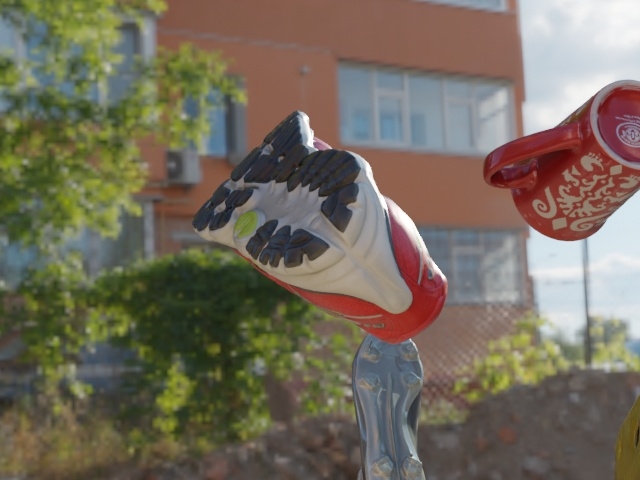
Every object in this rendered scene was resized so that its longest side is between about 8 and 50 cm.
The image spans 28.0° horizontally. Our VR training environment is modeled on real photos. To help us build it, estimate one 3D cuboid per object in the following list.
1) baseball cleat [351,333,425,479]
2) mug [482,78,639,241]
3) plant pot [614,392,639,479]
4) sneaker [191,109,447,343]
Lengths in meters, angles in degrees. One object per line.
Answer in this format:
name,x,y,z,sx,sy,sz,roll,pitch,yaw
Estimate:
baseball cleat,0.054,0.181,1.193,0.072,0.206,0.109,11,-43,-8
mug,0.251,-0.071,1.229,0.150,0.113,0.169,-25,-10,-21
plant pot,0.275,0.168,0.749,0.187,0.212,0.212,6,-28,4
sneaker,0.000,0.000,0.818,0.118,0.107,0.279,43,2,-21
